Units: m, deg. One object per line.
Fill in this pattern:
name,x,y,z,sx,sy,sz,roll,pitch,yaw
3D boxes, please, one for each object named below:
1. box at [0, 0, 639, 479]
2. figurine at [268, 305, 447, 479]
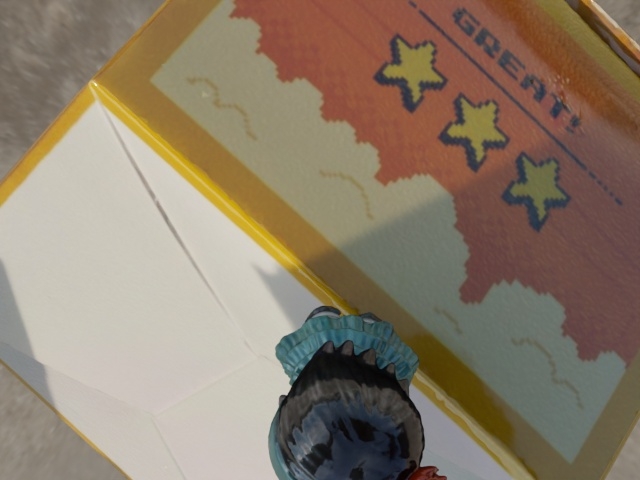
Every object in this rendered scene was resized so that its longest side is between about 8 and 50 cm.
box,0.000,0.000,0.773,0.259,0.283,0.214,45,58,-8
figurine,0.013,0.057,0.549,0.060,0.106,0.047,29,110,-11
